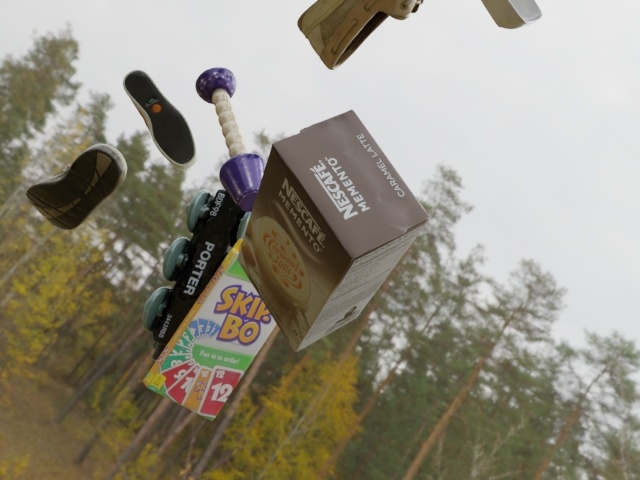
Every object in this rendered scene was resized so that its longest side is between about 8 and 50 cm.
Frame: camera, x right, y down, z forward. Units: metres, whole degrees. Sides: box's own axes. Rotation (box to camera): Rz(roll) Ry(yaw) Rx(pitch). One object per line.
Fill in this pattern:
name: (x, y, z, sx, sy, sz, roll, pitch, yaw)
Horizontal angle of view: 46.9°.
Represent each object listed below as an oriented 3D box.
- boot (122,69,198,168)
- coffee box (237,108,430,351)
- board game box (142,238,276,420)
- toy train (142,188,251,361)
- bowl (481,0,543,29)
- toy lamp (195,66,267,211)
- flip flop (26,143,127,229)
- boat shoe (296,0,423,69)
boot: (-0.353, -0.263, 1.691, 0.244, 0.088, 0.176, 57, -6, 2)
coffee box: (0.000, 0.000, 0.779, 0.141, 0.098, 0.246, 55, -27, 17)
board game box: (-0.142, 0.134, 1.113, 0.124, 0.259, 0.039, 36, -8, -29)
toy train: (-0.179, 0.063, 1.239, 0.142, 0.333, 0.190, 18, -13, 15)
bowl: (0.344, -0.453, 1.375, 0.053, 0.142, 0.142, -33, -90, 39)
toy lamp: (-0.137, -0.159, 1.150, 0.080, 0.080, 0.274, 61, 5, -53)
flip flop: (-0.445, -0.106, 1.371, 0.277, 0.080, 0.112, -29, -69, 36)
boat shoe: (0.119, -0.403, 1.171, 0.341, 0.122, 0.110, -32, -91, 33)
